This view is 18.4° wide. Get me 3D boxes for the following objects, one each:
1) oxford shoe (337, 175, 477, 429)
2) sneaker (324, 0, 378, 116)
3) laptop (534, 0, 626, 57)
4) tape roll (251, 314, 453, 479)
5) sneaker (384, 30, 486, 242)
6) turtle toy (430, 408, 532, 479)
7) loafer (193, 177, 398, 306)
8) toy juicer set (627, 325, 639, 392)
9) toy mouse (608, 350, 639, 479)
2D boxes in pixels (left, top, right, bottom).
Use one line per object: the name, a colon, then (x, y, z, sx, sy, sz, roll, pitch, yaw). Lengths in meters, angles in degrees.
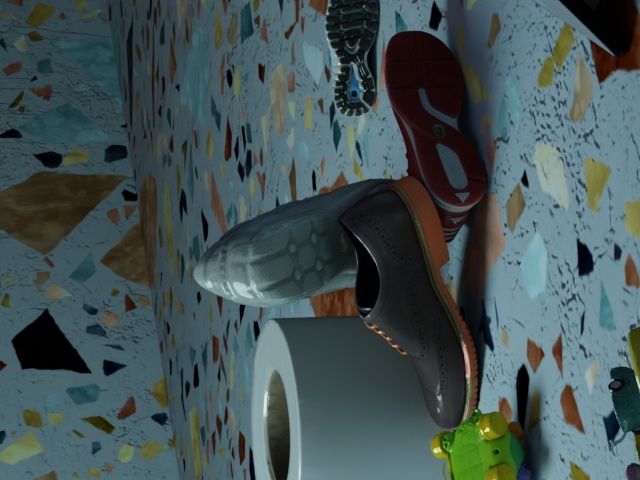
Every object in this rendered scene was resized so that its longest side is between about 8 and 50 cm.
oxford shoe: (0.083, 0.075, 1.953, 0.097, 0.098, 0.271, 26, 136, 65)
sneaker: (0.030, -0.229, 2.315, 0.073, 0.063, 0.162, -125, 36, -71)
laptop: (-0.015, -0.253, 1.672, 0.236, 0.408, 0.382, -47, 24, 6)
tape roll: (0.031, 0.202, 2.131, 0.246, 0.169, 0.246, 178, 90, -76)
sneaker: (0.099, -0.096, 1.999, 0.128, 0.087, 0.221, 111, 155, -54)
turtle toy: (0.158, 0.219, 1.822, 0.095, 0.066, 0.130, -29, 63, 48)
loafer: (0.000, 0.000, 1.996, 0.111, 0.319, 0.112, -2, 96, 37)
toy juicer set: (0.277, 0.152, 1.318, 0.329, 0.089, 0.209, 29, -132, -77)
toy mouse: (0.239, 0.148, 1.451, 0.143, 0.031, 0.161, 30, -130, -69)
